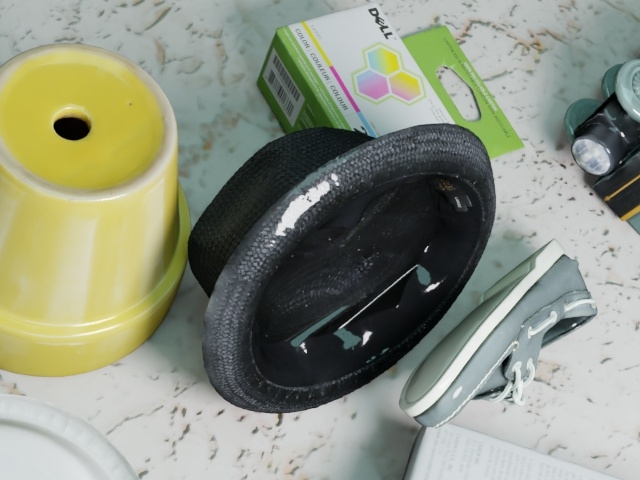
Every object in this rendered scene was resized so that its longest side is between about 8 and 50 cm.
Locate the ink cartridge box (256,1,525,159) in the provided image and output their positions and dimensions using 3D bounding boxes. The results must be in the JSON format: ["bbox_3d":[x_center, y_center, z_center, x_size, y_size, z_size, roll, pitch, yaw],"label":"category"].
[{"bbox_3d":[0.090,-0.159,1.534,0.255,0.097,0.189,-20,68,-27],"label":"ink cartridge box"}]

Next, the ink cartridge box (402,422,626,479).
[{"bbox_3d":[0.230,0.332,1.201,0.384,0.091,0.308,19,37,4],"label":"ink cartridge box"}]

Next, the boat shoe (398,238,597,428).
[{"bbox_3d":[0.182,0.101,1.367,0.099,0.116,0.319,51,37,0],"label":"boat shoe"}]

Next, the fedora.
[{"bbox_3d":[0.000,0.000,1.322,0.334,0.334,0.152,-25,47,-29],"label":"fedora"}]

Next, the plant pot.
[{"bbox_3d":[-0.229,-0.041,1.272,0.253,0.239,0.254,8,57,-12],"label":"plant pot"}]

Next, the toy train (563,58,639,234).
[{"bbox_3d":[0.414,-0.144,1.616,0.190,0.142,0.334,49,55,0],"label":"toy train"}]

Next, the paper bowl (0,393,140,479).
[{"bbox_3d":[-0.263,0.257,1.116,0.284,0.148,0.284,5,62,-10],"label":"paper bowl"}]
